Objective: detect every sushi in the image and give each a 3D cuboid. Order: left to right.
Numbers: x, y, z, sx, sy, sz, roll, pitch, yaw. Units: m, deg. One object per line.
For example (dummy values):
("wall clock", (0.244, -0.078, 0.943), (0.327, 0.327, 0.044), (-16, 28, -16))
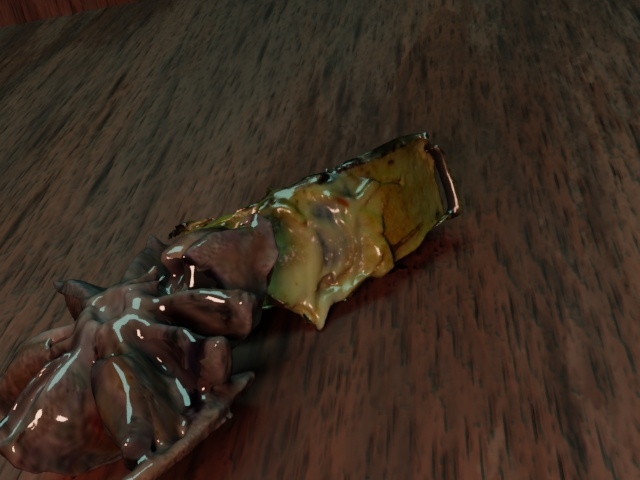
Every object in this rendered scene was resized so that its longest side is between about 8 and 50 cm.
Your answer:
("sushi", (0.002, 0.000, 1.180), (0.291, 0.139, 0.131), (-24, 6, -26))

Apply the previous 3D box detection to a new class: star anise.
("star anise", (-0.158, 0.115, 1.002), (0.359, 0.139, 0.316), (-40, 24, -18))
